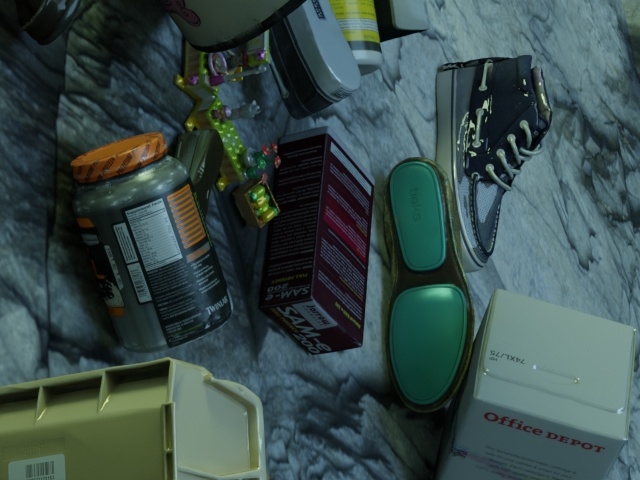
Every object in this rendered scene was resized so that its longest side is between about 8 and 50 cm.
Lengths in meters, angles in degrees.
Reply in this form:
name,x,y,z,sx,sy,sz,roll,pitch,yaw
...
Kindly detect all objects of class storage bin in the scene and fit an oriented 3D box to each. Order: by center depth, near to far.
name,x,y,z,sx,sy,sz,roll,pitch,yaw
storage bin,-0.181,0.240,1.195,0.123,0.262,0.260,23,60,-57

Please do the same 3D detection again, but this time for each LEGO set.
name,x,y,z,sx,sy,sz,roll,pitch,yaw
LEGO set,-0.079,-0.159,1.734,0.132,0.107,0.287,-5,85,-64

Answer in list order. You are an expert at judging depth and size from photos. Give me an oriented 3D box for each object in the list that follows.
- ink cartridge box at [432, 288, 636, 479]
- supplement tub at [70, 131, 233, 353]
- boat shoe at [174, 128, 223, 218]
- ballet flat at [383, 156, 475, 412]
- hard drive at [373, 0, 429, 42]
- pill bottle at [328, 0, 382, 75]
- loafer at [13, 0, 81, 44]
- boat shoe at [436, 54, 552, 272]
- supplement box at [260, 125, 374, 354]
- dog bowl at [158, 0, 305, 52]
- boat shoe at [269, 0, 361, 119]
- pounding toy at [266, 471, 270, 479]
name,x,y,z,sx,sy,sz,roll,pitch,yaw
ink cartridge box,0.275,0.240,2.059,0.270,0.198,0.197,105,2,-46
supplement tub,-0.163,0.001,1.489,0.117,0.117,0.190,-42,117,-61
boat shoe,-0.145,-0.054,1.643,0.056,0.048,0.153,66,33,-51
ballet flat,0.147,0.062,2.113,0.123,0.123,0.348,23,59,-60
hard drive,0.046,-0.378,2.019,0.054,0.172,0.254,-17,97,-39
pill bottle,0.004,-0.307,1.947,0.119,0.119,0.208,-1,81,-64
loafer,-0.272,-0.279,1.443,0.078,0.080,0.220,10,59,-39
boat shoe,0.266,-0.126,2.363,0.127,0.158,0.340,29,54,-58
supplement box,0.000,0.000,1.871,0.130,0.073,0.239,47,40,-47
dog bowl,-0.056,-0.395,1.577,0.150,0.408,0.408,37,44,-26
boat shoe,-0.055,-0.286,1.849,0.108,0.102,0.301,-7,71,-61
pounding toy,-0.140,0.230,1.455,0.130,0.141,0.100,59,29,-8
